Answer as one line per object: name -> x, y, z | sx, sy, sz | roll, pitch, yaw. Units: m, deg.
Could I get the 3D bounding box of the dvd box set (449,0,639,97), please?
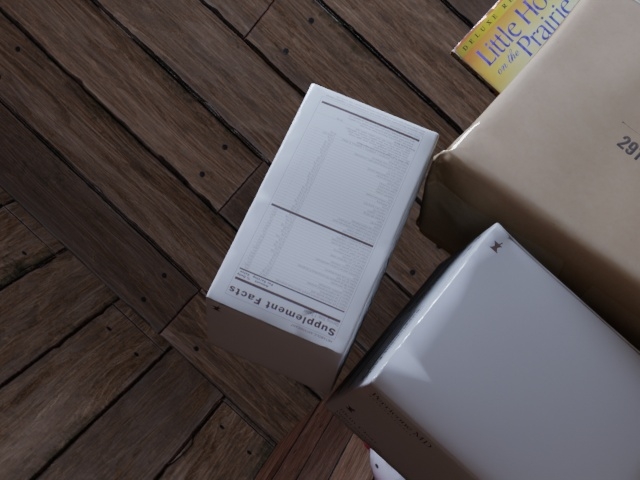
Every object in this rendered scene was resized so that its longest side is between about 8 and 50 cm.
dvd box set -> 0.440, -0.237, 1.477 | 0.307, 0.420, 0.062 | -48, 0, 3

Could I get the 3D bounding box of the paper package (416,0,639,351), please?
paper package -> 0.318, -0.056, 1.058 | 0.309, 0.325, 0.168 | -48, -13, -24

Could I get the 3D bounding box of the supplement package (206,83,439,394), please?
supplement package -> 0.000, 0.000, 0.998 | 0.134, 0.139, 0.244 | 101, -167, -66

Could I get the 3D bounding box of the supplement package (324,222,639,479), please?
supplement package -> 0.177, 0.157, 0.970 | 0.204, 0.262, 0.145 | -48, 0, -24

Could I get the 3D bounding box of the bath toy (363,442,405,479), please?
bath toy -> 0.032, 0.414, 1.462 | 0.348, 0.129, 0.151 | -46, -1, -19
